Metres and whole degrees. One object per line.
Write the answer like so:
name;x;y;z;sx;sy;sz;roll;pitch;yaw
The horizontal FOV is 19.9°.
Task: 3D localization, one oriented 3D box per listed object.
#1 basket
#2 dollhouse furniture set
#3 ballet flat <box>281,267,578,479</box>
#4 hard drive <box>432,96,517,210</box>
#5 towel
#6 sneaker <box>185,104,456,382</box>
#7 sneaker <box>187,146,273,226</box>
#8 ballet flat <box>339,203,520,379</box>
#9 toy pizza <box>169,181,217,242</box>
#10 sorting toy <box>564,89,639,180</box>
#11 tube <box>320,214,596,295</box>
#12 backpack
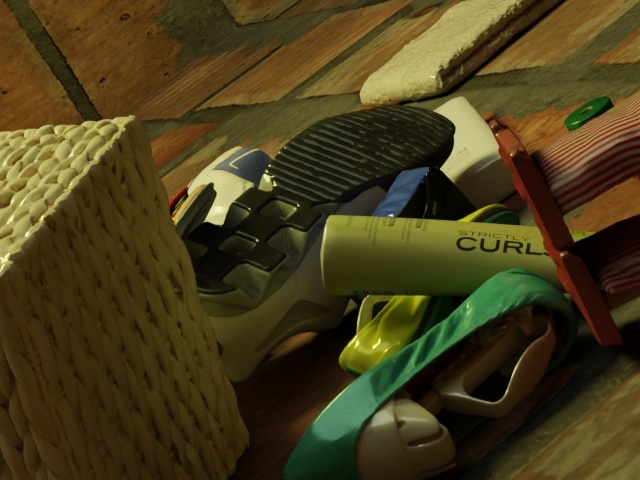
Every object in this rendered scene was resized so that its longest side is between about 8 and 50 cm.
basket;-0.249;0.106;1.369;0.266;0.331;0.328;-11;21;18
dollhouse furniture set;0.246;-0.016;1.090;0.201;0.152;0.374;-27;14;3
ballet flat;0.080;0.109;1.241;0.247;0.083;0.087;-40;29;-17
hard drive;0.088;-0.052;1.830;0.203;0.040;0.307;-32;14;5
towel;0.191;-0.264;2.293;0.282;0.049;0.187;-40;15;-24
sneaker;0.000;0.000;1.639;0.122;0.146;0.330;26;52;37
sneaker;-0.067;0.019;1.808;0.182;0.127;0.315;-20;26;33
ballet flat;0.083;0.039;1.440;0.077;0.077;0.231;8;38;26
toy pizza;-0.155;0.029;1.601;0.201;0.032;0.201;-57;0;-1
sorting toy;0.293;-0.094;1.501;0.132;0.046;0.274;-33;14;3
tube;0.123;0.012;1.362;0.240;0.062;0.070;2;64;10
backpack;0.072;0.014;1.540;0.120;0.098;0.101;-53;17;-23
